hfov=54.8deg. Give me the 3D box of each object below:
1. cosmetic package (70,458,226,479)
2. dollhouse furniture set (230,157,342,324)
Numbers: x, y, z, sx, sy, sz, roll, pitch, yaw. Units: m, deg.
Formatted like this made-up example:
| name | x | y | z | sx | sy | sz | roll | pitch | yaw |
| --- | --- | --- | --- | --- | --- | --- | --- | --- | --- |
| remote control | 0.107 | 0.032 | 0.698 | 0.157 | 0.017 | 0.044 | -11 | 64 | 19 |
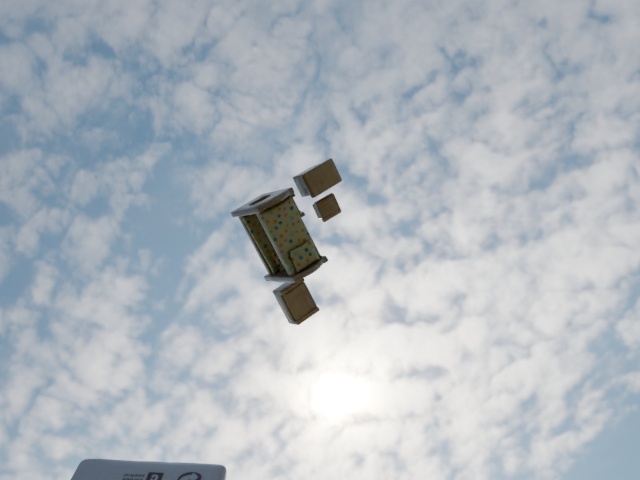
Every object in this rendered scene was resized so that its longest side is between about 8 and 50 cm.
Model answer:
| name | x | y | z | sx | sy | sz | roll | pitch | yaw |
| --- | --- | --- | --- | --- | --- | --- | --- | --- | --- |
| cosmetic package | -0.183 | 0.408 | 0.478 | 0.162 | 0.453 | 0.230 | 3 | -73 | -1 |
| dollhouse furniture set | 0.000 | 0.000 | 0.855 | 0.161 | 0.101 | 0.181 | -33 | -76 | -27 |
